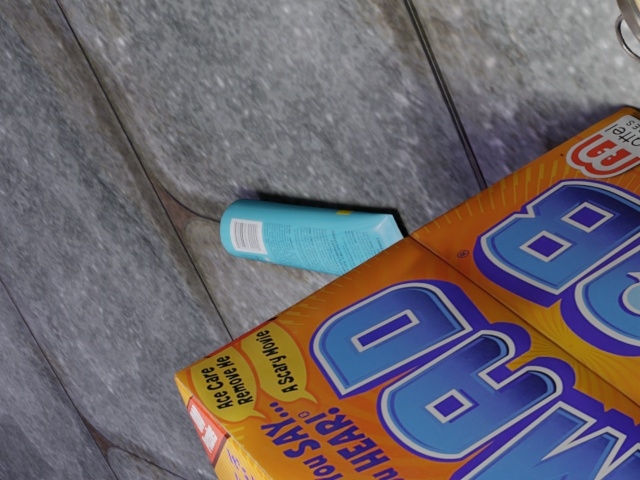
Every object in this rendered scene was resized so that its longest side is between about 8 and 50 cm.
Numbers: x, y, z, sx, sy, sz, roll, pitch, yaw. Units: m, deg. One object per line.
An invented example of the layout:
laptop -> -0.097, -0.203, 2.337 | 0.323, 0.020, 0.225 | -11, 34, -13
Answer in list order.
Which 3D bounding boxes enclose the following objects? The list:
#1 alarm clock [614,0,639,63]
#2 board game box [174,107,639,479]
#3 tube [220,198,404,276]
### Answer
alarm clock -> 0.222, -0.134, 1.116 | 0.129, 0.064, 0.192 | 47, 157, -9
board game box -> 0.188, 0.199, 1.198 | 0.356, 0.356, 0.357 | 39, 155, 54
tube -> 0.000, 0.000, 1.682 | 0.207, 0.052, 0.080 | 10, 140, 45
